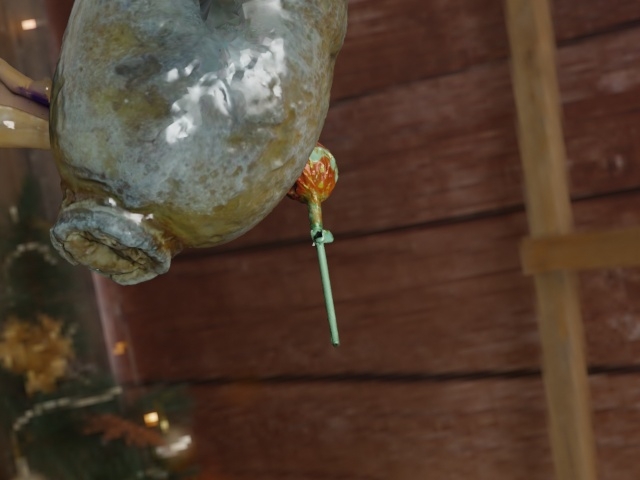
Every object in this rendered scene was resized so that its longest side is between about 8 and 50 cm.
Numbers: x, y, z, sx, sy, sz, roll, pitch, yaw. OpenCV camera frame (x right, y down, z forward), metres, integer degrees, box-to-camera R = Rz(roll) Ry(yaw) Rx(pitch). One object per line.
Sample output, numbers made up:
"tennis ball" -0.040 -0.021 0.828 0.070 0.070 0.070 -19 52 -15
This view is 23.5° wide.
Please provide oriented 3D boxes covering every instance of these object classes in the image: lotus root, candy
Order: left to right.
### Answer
"lotus root" -0.067 -0.143 0.969 0.175 0.349 0.175 12 -18 4
"candy" 0.000 0.000 1.223 0.049 0.184 0.055 -16 -28 11

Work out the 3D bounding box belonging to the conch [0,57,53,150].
"conch" -0.284 -0.092 1.092 0.330 0.093 0.109 15 43 -6
